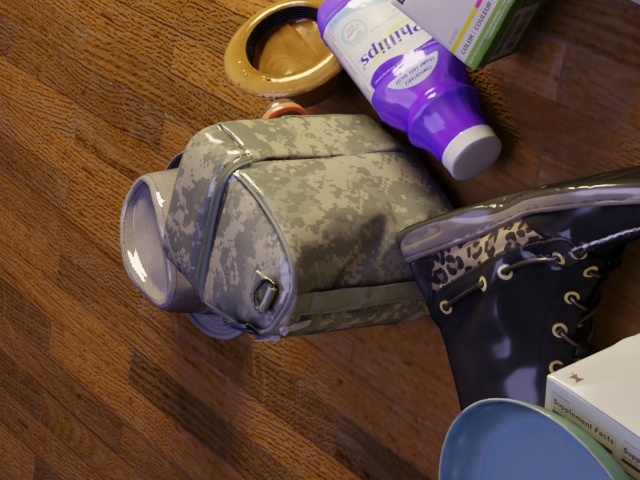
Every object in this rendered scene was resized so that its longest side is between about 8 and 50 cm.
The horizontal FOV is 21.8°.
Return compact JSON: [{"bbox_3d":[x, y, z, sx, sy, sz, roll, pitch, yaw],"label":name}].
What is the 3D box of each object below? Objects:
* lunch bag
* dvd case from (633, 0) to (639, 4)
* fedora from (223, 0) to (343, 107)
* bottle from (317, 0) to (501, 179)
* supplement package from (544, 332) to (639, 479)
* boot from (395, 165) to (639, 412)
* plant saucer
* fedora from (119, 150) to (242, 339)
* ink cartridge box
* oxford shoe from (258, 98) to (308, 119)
[{"bbox_3d":[0.000,0.000,1.906,0.256,0.305,0.213,42,126,43],"label":"lunch bag"},{"bbox_3d":[0.303,-0.280,1.487,0.238,0.029,0.179,30,150,15],"label":"dvd case"},{"bbox_3d":[-0.027,-0.224,2.069,0.194,0.194,0.079,37,159,44],"label":"fedora"},{"bbox_3d":[0.105,-0.187,1.900,0.118,0.092,0.283,-34,58,2],"label":"bottle"},{"bbox_3d":[0.337,0.243,1.535,0.198,0.199,0.263,35,135,45],"label":"supplement package"},{"bbox_3d":[0.261,0.082,1.711,0.377,0.138,0.284,-13,90,39],"label":"boot"},{"bbox_3d":[0.220,0.287,1.508,0.317,0.043,0.318,35,135,45],"label":"plant saucer"},{"bbox_3d":[-0.195,0.007,2.308,0.243,0.124,0.275,-31,69,50],"label":"fedora"},{"bbox_3d":[0.137,-0.338,1.796,0.255,0.097,0.189,41,127,18],"label":"ink cartridge box"},{"bbox_3d":[-0.061,-0.102,2.082,0.271,0.096,0.098,97,154,-57],"label":"oxford shoe"}]
